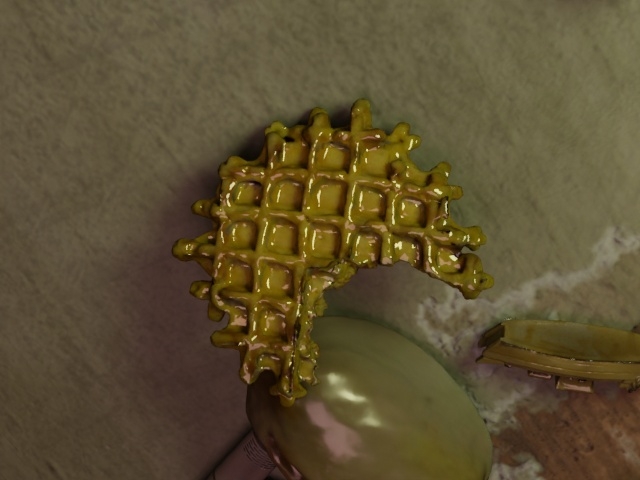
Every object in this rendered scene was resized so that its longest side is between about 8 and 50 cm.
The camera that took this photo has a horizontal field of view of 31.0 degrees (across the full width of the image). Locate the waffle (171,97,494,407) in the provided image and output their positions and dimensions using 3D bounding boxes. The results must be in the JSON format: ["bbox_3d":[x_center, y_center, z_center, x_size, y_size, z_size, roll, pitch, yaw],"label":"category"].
[{"bbox_3d":[0.000,0.000,1.130,0.293,0.069,0.259,-34,80,5],"label":"waffle"}]

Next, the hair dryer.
[{"bbox_3d":[-0.041,0.334,1.389,0.220,0.053,0.195,33,117,-17],"label":"hair dryer"}]

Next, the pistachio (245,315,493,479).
[{"bbox_3d":[0.048,0.193,1.246,0.288,0.197,0.166,29,159,-18],"label":"pistachio"}]

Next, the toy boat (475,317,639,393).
[{"bbox_3d":[0.270,0.127,1.231,0.206,0.064,0.072,8,136,5],"label":"toy boat"}]
